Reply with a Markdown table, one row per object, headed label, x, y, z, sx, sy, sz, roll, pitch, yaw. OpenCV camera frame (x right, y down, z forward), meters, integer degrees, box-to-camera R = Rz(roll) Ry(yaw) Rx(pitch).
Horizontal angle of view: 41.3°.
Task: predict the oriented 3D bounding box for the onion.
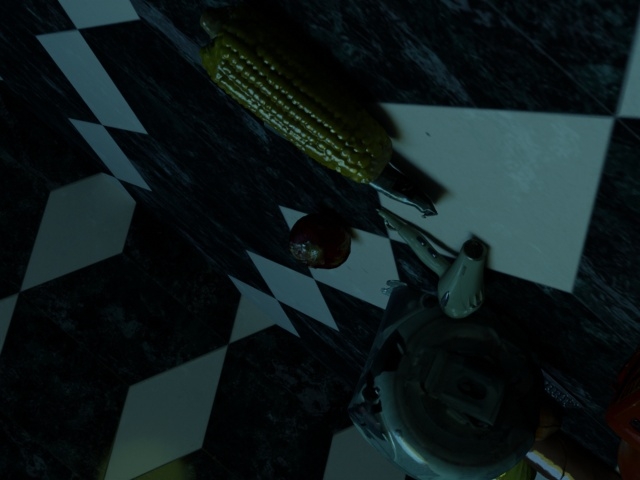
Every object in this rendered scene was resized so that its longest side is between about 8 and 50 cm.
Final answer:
| label | x | y | z | sx | sy | sz | roll | pitch | yaw |
| --- | --- | --- | --- | --- | --- | --- | --- | --- | --- |
| onion | 0.000 | 0.000 | 1.415 | 0.107 | 0.097 | 0.107 | 12 | 140 | 10 |

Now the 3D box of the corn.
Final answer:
| label | x | y | z | sx | sy | sz | roll | pitch | yaw |
| --- | --- | --- | --- | --- | --- | --- | --- | --- | --- |
| corn | -0.029 | -0.162 | 0.941 | 0.262 | 0.097 | 0.097 | 41 | 167 | -6 |

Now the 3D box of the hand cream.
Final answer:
| label | x | y | z | sx | sy | sz | roll | pitch | yaw |
| --- | --- | --- | --- | --- | --- | --- | --- | --- | --- |
| hand cream | 0.032 | -0.097 | 1.019 | 0.248 | 0.052 | 0.075 | 36 | -151 | 1 |

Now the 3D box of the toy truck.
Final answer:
| label | x | y | z | sx | sy | sz | roll | pitch | yaw |
| --- | --- | --- | --- | --- | --- | --- | --- | --- | --- |
| toy truck | 0.354 | 0.148 | 0.830 | 0.107 | 0.114 | 0.252 | 35 | 165 | 16 |

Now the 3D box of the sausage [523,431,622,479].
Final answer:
| label | x | y | z | sx | sy | sz | roll | pitch | yaw |
| --- | --- | --- | --- | --- | --- | --- | --- | --- | --- |
| sausage | 0.508 | 0.449 | 1.473 | 0.433 | 0.088 | 0.088 | 36 | 166 | 23 |

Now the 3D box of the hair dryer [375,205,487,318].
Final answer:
| label | x | y | z | sx | sy | sz | roll | pitch | yaw |
| --- | --- | --- | --- | --- | --- | --- | --- | --- | --- |
| hair dryer | 0.154 | 0.004 | 1.118 | 0.199 | 0.067 | 0.167 | 53 | 160 | 10 |

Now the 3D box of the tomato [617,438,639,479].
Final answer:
| label | x | y | z | sx | sy | sz | roll | pitch | yaw |
| --- | --- | --- | --- | --- | --- | --- | --- | --- | --- |
| tomato | 0.498 | 0.340 | 1.139 | 0.225 | 0.085 | 0.225 | 35 | 165 | 11 |

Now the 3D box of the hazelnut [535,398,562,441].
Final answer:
| label | x | y | z | sx | sy | sz | roll | pitch | yaw |
| --- | --- | --- | --- | --- | --- | --- | --- | --- | --- |
| hazelnut | 0.360 | 0.300 | 1.418 | 0.086 | 0.086 | 0.086 | 38 | 167 | 10 |

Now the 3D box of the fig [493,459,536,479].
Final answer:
| label | x | y | z | sx | sy | sz | roll | pitch | yaw |
| --- | --- | --- | --- | --- | --- | --- | --- | --- | --- |
| fig | 0.363 | 0.432 | 1.684 | 0.231 | 0.143 | 0.160 | 72 | 178 | -68 |

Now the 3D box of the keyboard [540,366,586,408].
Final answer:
| label | x | y | z | sx | sy | sz | roll | pitch | yaw |
| --- | --- | --- | --- | --- | --- | --- | --- | --- | --- |
| keyboard | 0.323 | 0.195 | 1.310 | 0.198 | 0.010 | 0.063 | 42 | 165 | -4 |

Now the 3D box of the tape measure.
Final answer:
| label | x | y | z | sx | sy | sz | roll | pitch | yaw |
| --- | --- | --- | --- | --- | --- | --- | --- | --- | --- |
| tape measure | 0.180 | 0.213 | 1.204 | 0.275 | 0.256 | 0.147 | 23 | 160 | -3 |
